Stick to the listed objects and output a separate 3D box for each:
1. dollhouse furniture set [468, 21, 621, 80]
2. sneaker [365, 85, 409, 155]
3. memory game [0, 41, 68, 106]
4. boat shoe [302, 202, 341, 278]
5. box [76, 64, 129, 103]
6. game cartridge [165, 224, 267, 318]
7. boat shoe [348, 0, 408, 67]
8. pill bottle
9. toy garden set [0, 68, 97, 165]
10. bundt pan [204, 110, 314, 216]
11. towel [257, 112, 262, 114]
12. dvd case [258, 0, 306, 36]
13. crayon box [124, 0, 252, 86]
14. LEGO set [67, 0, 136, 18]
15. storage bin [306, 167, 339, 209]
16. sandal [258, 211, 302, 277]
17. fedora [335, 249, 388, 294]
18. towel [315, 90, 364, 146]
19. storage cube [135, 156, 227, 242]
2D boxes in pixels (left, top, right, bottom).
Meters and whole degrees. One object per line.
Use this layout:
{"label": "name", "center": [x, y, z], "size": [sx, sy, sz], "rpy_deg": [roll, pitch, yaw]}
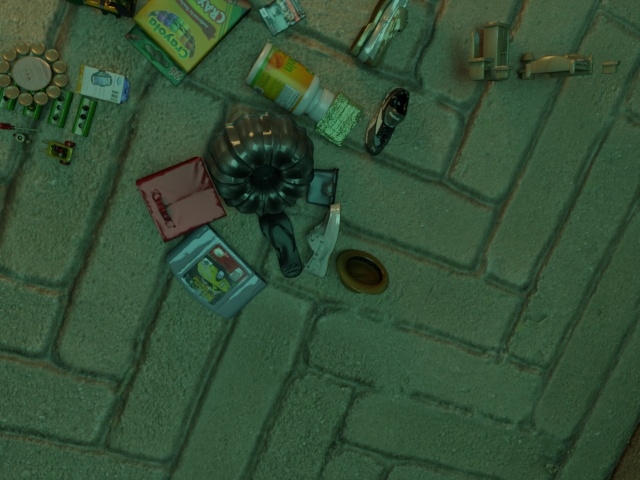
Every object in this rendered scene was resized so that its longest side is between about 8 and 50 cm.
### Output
{"label": "dollhouse furniture set", "center": [0.668, -0.577, 1.543], "size": [0.303, 0.355, 0.174], "rpy_deg": [-19, 111, -47]}
{"label": "sneaker", "center": [0.213, -0.377, 1.628], "size": [0.078, 0.106, 0.234], "rpy_deg": [24, 97, -15]}
{"label": "memory game", "center": [-0.792, -0.458, 1.422], "size": [0.186, 0.012, 0.186], "rpy_deg": [2, 83, -14]}
{"label": "boat shoe", "center": [0.000, 0.000, 1.645], "size": [0.096, 0.098, 0.277], "rpy_deg": [14, 121, -3]}
{"label": "box", "center": [-0.619, -0.444, 1.483], "size": [0.136, 0.028, 0.081], "rpy_deg": [12, 100, -16]}
{"label": "game cartridge", "center": [-0.337, 0.107, 1.654], "size": [0.196, 0.060, 0.294], "rpy_deg": [-42, 107, 4]}
{"label": "boat shoe", "center": [0.210, -0.670, 1.566], "size": [0.103, 0.113, 0.302], "rpy_deg": [31, 105, -18]}
{"label": "pill bottle", "center": [-0.086, -0.457, 1.532], "size": [0.245, 0.136, 0.136], "rpy_deg": [30, 95, -17]}
{"label": "toy garden set", "center": [-0.786, -0.341, 1.458], "size": [0.244, 0.049, 0.204], "rpy_deg": [19, 98, -15]}
{"label": "bundt pan", "center": [-0.163, -0.199, 1.505], "size": [0.330, 0.124, 0.331], "rpy_deg": [-10, 135, -10]}
{"label": "towel", "center": [-0.177, -0.347, 1.604], "size": [0.060, 0.009, 0.083], "rpy_deg": [18, 99, -14]}
{"label": "dvd case", "center": [-0.113, -0.676, 1.542], "size": [0.119, 0.013, 0.087], "rpy_deg": [-34, 107, -4]}
{"label": "crayon box", "center": [-0.375, -0.621, 1.465], "size": [0.202, 0.081, 0.318], "rpy_deg": [43, 92, -17]}
{"label": "LEGO set", "center": [-0.561, -0.713, 1.292], "size": [0.254, 0.331, 0.192], "rpy_deg": [13, 92, -1]}
{"label": "storage bin", "center": [0.005, -0.167, 1.645], "size": [0.091, 0.098, 0.135], "rpy_deg": [7, 101, -2]}
{"label": "sandal", "center": [-0.119, 0.005, 1.672], "size": [0.097, 0.054, 0.255], "rpy_deg": [-25, 106, -5]}
{"label": "fedora", "center": [0.130, 0.119, 1.720], "size": [0.194, 0.194, 0.079], "rpy_deg": [17, 136, -15]}
{"label": "towel", "center": [0.059, -0.383, 1.637], "size": [0.110, 0.027, 0.148], "rpy_deg": [32, 96, -16]}
{"label": "storage cube", "center": [-0.406, -0.126, 1.507], "size": [0.193, 0.215, 0.184], "rpy_deg": [-25, 106, -12]}
